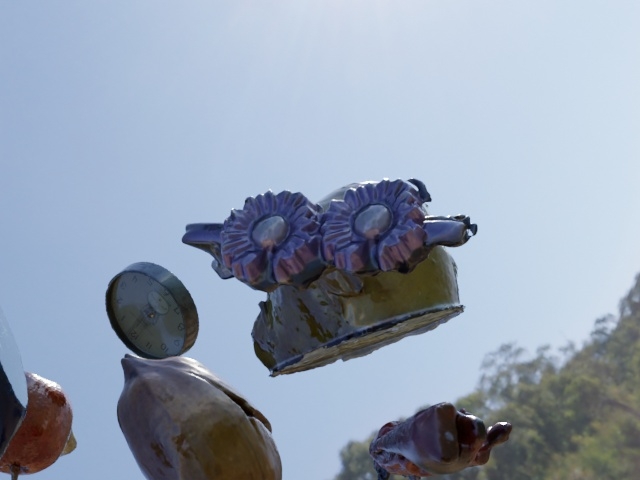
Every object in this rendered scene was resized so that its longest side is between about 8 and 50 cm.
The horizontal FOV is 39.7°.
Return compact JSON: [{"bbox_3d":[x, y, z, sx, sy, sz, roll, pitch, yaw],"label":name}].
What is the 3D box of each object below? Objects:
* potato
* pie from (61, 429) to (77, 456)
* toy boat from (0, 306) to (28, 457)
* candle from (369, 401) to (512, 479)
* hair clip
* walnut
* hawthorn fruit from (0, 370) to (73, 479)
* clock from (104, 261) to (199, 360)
[{"bbox_3d":[0.033,0.045,1.110,0.246,0.299,0.196,-6,-108,-36],"label":"potato"},{"bbox_3d":[-0.597,0.378,1.826,0.218,0.185,0.052,45,-137,-19],"label":"pie"},{"bbox_3d":[-0.397,0.159,0.748,0.291,0.220,0.067,-25,-29,-3],"label":"toy boat"},{"bbox_3d":[0.084,0.181,0.778,0.302,0.084,0.059,123,157,-69],"label":"candle"},{"bbox_3d":[0.000,0.000,0.826,0.084,0.292,0.106,58,-146,-45],"label":"hair clip"},{"bbox_3d":[-0.193,0.301,1.359,0.209,0.336,0.209,-40,-6,-5],"label":"walnut"},{"bbox_3d":[-0.558,0.360,1.638,0.225,0.196,0.197,-102,2,-46],"label":"hawthorn fruit"},{"bbox_3d":[-0.344,0.149,1.791,0.042,0.215,0.215,-37,-41,-53],"label":"clock"}]
